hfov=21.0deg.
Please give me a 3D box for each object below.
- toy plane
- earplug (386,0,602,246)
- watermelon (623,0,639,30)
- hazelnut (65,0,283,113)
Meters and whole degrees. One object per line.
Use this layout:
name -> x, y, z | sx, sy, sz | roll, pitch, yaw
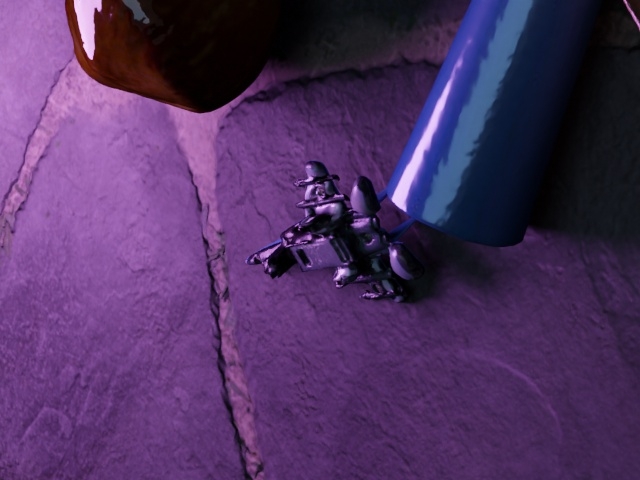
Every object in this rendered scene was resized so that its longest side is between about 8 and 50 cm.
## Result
toy plane -> -0.005, 0.004, 1.711 | 0.246, 0.078, 0.169 | -17, 112, 43
earplug -> 0.165, -0.144, 1.522 | 0.132, 0.132, 0.273 | 33, 112, 34
watermelon -> 0.268, -0.235, 1.422 | 0.303, 0.159, 0.128 | 62, 159, 18
hazelnut -> -0.149, -0.242, 1.726 | 0.233, 0.218, 0.218 | 20, 108, 38
